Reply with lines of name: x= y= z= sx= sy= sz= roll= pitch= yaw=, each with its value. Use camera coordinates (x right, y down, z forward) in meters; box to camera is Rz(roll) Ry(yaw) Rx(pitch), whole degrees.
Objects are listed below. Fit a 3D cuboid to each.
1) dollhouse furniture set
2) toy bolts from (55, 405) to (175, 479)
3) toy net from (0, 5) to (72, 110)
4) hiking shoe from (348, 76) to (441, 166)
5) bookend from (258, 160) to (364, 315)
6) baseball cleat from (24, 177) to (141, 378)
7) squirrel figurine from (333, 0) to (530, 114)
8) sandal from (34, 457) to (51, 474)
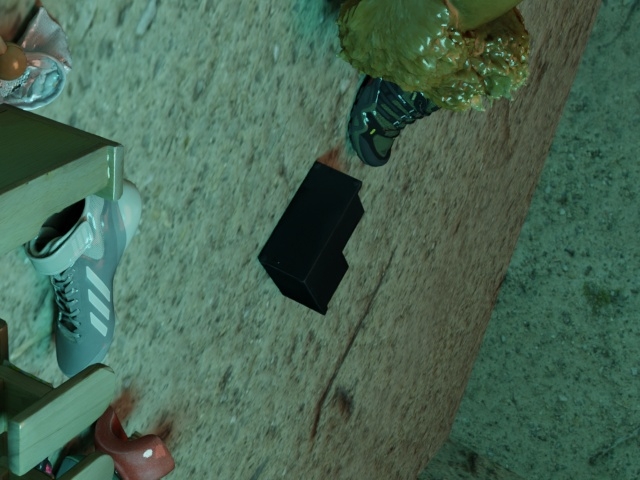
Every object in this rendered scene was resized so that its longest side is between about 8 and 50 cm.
dollhouse furniture set: x=-0.231 y=0.051 z=0.765 sx=0.161 sy=0.212 sz=0.242 roll=-37 pitch=141 yaw=-52
toy bolts: x=-0.212 y=0.324 z=1.215 sx=0.158 sy=0.218 sz=0.228 roll=-45 pitch=136 yaw=-28
toy net: x=-0.243 y=-0.109 z=0.784 sx=0.232 sy=0.045 sz=0.122 roll=-18 pitch=131 yaw=-64
hiking shoe: x=0.111 y=-0.184 z=1.486 sx=0.086 sy=0.114 sz=0.227 roll=-42 pitch=151 yaw=-46
bookend: x=0.000 y=0.000 z=1.499 sx=0.157 sy=0.072 sz=0.156 roll=-60 pitch=161 yaw=-12
baseball cleat: x=-0.228 y=0.037 z=1.000 sx=0.109 sy=0.072 sz=0.206 roll=-5 pitch=116 yaw=-52
squirrel figurine: x=0.172 y=-0.352 z=1.284 sx=0.397 sy=0.281 sz=0.370 roll=-68 pitch=172 yaw=24
sandal: x=-0.287 y=0.226 z=1.071 sx=0.040 sy=0.067 sz=0.179 roll=-41 pitch=150 yaw=-71
